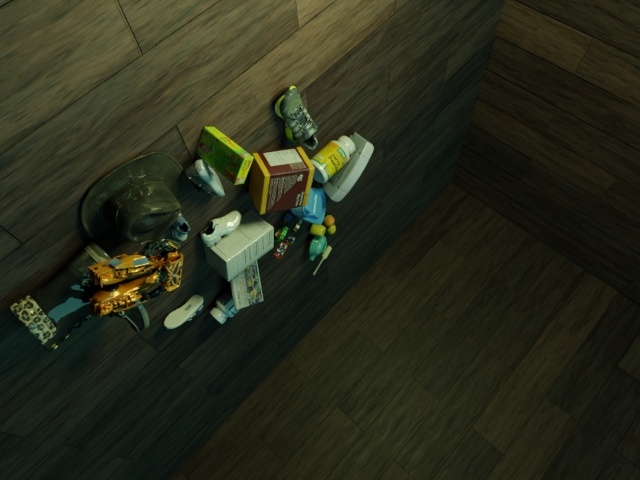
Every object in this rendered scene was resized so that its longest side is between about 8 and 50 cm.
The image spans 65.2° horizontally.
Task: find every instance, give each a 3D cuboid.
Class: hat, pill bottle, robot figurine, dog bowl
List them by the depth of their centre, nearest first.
[{"bbox_3d":[-0.495,-0.089,1.428,0.331,0.134,0.331,-42,156,-23],"label":"hat"},{"bbox_3d":[-0.514,0.107,1.438,0.291,0.085,0.211,-20,134,-45],"label":"robot figurine"},{"bbox_3d":[0.049,-0.350,2.131,0.208,0.117,0.117,-44,158,-19],"label":"pill bottle"},{"bbox_3d":[-0.056,-0.165,2.196,0.297,0.074,0.166,30,65,-68],"label":"dog bowl"},{"bbox_3d":[-0.405,0.280,2.240,0.180,0.108,0.108,-47,158,-11],"label":"pill bottle"}]

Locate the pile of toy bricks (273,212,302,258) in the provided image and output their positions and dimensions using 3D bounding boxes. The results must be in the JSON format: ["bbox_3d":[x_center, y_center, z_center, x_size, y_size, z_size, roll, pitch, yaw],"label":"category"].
[{"bbox_3d":[-0.178,-0.022,2.256,0.212,0.118,0.105,-61,-168,-21],"label":"pile of toy bricks"}]

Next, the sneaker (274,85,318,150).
[{"bbox_3d":[-0.069,-0.426,1.761,0.111,0.121,0.300,-49,159,-8],"label":"sneaker"}]

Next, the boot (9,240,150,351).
[{"bbox_3d":[-0.689,0.210,1.476,0.284,0.138,0.377,-41,147,-25],"label":"boot"}]

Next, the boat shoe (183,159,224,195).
[{"bbox_3d":[-0.373,-0.188,1.604,0.076,0.080,0.228,-22,169,1],"label":"boat shoe"}]

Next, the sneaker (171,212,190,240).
[{"bbox_3d":[-0.466,-0.035,1.676,0.052,0.058,0.135,-41,157,-26],"label":"sneaker"}]

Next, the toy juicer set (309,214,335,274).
[{"bbox_3d":[0.000,0.000,2.660,0.209,0.089,0.329,-49,155,-43],"label":"toy juicer set"}]

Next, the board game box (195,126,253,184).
[{"bbox_3d":[-0.290,-0.256,1.502,0.043,0.181,0.092,-20,143,-54],"label":"board game box"}]

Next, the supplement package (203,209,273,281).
[{"bbox_3d":[-0.314,0.017,1.956,0.244,0.139,0.134,-38,154,-30],"label":"supplement package"}]

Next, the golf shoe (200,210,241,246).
[{"bbox_3d":[-0.366,-0.055,1.841,0.176,0.069,0.086,-46,152,-16],"label":"golf shoe"}]

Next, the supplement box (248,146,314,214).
[{"bbox_3d":[-0.146,-0.220,1.840,0.194,0.129,0.191,-13,142,-24],"label":"supplement box"}]

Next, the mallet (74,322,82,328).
[{"bbox_3d":[-0.728,0.239,1.623,0.062,0.039,0.189,-58,162,14],"label":"mallet"}]

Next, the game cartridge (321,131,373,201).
[{"bbox_3d":[0.117,-0.324,2.227,0.062,0.198,0.297,23,108,-33],"label":"game cartridge"}]

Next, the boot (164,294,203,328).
[{"bbox_3d":[-0.549,0.308,2.042,0.190,0.069,0.086,-40,153,-31],"label":"boot"}]

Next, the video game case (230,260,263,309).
[{"bbox_3d":[-0.327,0.185,2.189,0.183,0.023,0.201,-11,92,-59],"label":"video game case"}]
